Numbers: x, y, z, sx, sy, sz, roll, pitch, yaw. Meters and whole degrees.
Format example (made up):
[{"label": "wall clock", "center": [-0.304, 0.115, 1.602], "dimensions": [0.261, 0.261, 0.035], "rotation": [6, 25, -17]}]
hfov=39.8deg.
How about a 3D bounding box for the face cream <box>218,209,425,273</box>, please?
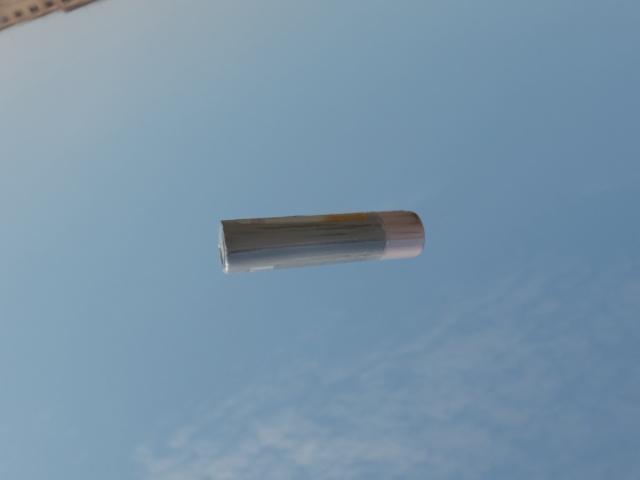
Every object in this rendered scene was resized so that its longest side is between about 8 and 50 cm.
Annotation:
[{"label": "face cream", "center": [0.000, 0.000, 1.195], "dimensions": [0.269, 0.073, 0.107], "rotation": [-4, -173, -11]}]
